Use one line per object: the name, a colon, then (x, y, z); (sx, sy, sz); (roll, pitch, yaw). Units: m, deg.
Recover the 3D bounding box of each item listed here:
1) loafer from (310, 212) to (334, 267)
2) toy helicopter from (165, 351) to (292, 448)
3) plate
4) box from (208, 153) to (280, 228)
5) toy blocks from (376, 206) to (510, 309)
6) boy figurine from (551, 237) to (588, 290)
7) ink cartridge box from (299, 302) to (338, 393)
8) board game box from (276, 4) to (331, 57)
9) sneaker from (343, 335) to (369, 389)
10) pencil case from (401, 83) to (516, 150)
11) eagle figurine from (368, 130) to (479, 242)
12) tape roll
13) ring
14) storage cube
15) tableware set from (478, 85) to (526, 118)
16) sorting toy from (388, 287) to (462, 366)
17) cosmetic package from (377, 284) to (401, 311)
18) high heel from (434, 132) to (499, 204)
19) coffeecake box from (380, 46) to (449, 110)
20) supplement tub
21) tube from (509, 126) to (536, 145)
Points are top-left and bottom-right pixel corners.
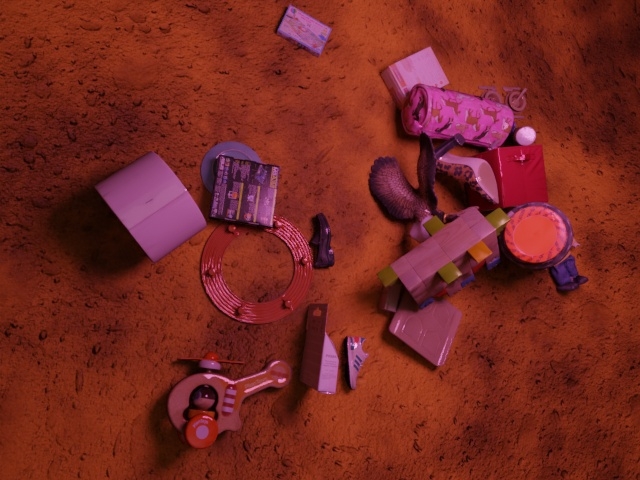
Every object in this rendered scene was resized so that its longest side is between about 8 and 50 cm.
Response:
loafer: (0.000, 0.000, 1.427); (0.061, 0.062, 0.170); (-8, 85, -13)
toy helicopter: (-0.248, 0.400, 1.287); (0.355, 0.140, 0.235); (-14, 79, -29)
plate: (-0.260, -0.208, 1.391); (0.188, 0.024, 0.188); (2, 82, -17)
box: (-0.219, -0.141, 1.357); (0.184, 0.045, 0.190); (9, 79, -18)
toy blocks: (0.383, 0.074, 1.394); (0.381, 0.261, 0.190); (-35, 56, 4)
boy figurine: (0.855, 0.031, 1.670); (0.177, 0.092, 0.285); (-24, 94, -16)
ink cartridge box: (0.002, 0.299, 1.322); (0.066, 0.189, 0.232); (15, 79, -15)
board game box: (-0.052, -0.677, 1.510); (0.154, 0.026, 0.103); (25, 77, -13)
sneaker: (0.114, 0.371, 1.416); (0.075, 0.057, 0.161); (-1, 81, -12)
pencil case: (0.452, -0.402, 1.539); (0.386, 0.167, 0.160); (4, 127, -25)
eagle figurine: (0.309, -0.158, 1.478); (0.226, 0.225, 0.298); (-39, 107, -1)
tape roll: (-0.437, -0.085, 1.206); (0.169, 0.246, 0.246); (-38, 95, -17)
ring: (-0.180, 0.076, 1.377); (0.337, 0.032, 0.336); (2, 83, -18)
storage cube: (0.617, -0.203, 1.564); (0.184, 0.215, 0.193); (-8, 92, -18)
tableware set: (0.676, -0.512, 1.706); (0.194, 0.039, 0.128); (-4, 85, -17)
sorting toy: (0.358, 0.221, 1.515); (0.229, 0.041, 0.307); (37, 65, -17)
cosmetic package: (0.220, 0.167, 1.474); (0.041, 0.060, 0.115); (17, 77, -13)
high heel: (0.456, -0.204, 1.522); (0.093, 0.186, 0.261); (-35, 91, -32)
coffeecake box: (0.321, -0.552, 1.587); (0.185, 0.068, 0.142); (-30, 94, -18)
supplement tub: (0.676, -0.011, 1.472); (0.207, 0.338, 0.207); (-1, 87, 25)
tube: (0.689, -0.358, 1.609); (0.062, 0.240, 0.070); (14, 102, 12)
